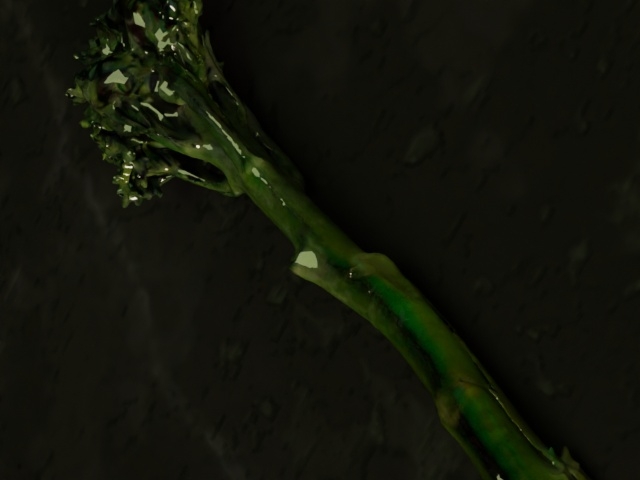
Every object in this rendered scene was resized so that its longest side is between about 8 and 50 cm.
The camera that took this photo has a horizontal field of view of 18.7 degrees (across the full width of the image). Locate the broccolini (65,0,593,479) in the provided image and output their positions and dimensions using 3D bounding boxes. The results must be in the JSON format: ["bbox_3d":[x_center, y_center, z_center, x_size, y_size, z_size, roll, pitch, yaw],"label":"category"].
[{"bbox_3d":[-0.007,0.004,0.576,0.254,0.057,0.071,51,162,36],"label":"broccolini"}]
